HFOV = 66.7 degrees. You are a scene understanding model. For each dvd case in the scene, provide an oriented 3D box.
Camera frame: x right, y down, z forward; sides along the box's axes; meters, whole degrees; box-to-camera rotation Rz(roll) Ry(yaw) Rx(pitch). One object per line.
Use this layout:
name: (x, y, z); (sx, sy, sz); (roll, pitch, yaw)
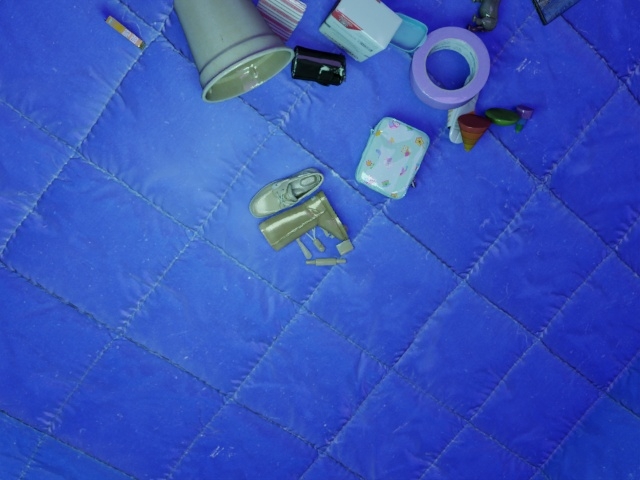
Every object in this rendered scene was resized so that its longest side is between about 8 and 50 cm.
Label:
dvd case: (0.862, -0.972, 1.829); (0.180, 0.022, 0.253); (-36, 107, 0)

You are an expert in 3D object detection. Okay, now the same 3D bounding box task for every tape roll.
tape roll: (0.464, -0.620, 1.763); (0.274, 0.090, 0.275); (0, 89, 3)

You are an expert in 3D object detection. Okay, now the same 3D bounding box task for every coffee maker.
coffee maker: (-0.008, -0.605, 1.677); (0.178, 0.171, 0.120); (5, 102, -11)

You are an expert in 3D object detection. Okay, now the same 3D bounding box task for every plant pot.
plant pot: (-0.299, -0.660, 1.556); (0.333, 0.334, 0.305); (-27, 96, -3)

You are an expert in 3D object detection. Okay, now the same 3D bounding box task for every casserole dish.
casserole dish: (0.295, -0.734, 1.732); (0.188, 0.037, 0.114); (36, 94, 24)

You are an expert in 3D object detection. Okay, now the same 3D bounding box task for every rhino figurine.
rhino figurine: (0.613, -0.884, 1.778); (0.106, 0.073, 0.243); (7, 101, -8)

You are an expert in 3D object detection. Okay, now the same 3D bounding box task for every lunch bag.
lunch bag: (0.262, -0.312, 1.821); (0.224, 0.108, 0.279); (25, 95, 2)

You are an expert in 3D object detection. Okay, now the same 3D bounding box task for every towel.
towel: (-0.142, -0.754, 1.618); (0.144, 0.197, 0.029); (28, 68, -16)

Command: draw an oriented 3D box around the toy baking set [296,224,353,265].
toy baking set: (0.002, 0.007, 1.904); (0.256, 0.030, 0.197); (-6, 102, -9)

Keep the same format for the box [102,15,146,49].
box: (-0.639, -0.681, 1.588); (0.136, 0.081, 0.028); (38, 94, -17)

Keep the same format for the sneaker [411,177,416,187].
sneaker: (0.358, -0.258, 1.898); (0.043, 0.040, 0.109); (-23, 107, -7)

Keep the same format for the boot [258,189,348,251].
boot: (-0.059, -0.038, 1.830); (0.269, 0.089, 0.236); (-31, 112, 4)

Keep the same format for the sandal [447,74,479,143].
sandal: (0.538, -0.498, 1.859); (0.102, 0.076, 0.265); (16, 90, -33)

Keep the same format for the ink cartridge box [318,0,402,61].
ink cartridge box: (0.124, -0.718, 1.624); (0.197, 0.273, 0.114); (32, 92, -16)

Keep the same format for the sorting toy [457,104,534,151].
sorting toy: (0.663, -0.423, 1.859); (0.365, 0.127, 0.126); (-18, 132, -26)

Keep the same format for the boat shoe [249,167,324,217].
boat shoe: (-0.125, -0.175, 1.797); (0.302, 0.098, 0.109); (-27, 107, -3)
